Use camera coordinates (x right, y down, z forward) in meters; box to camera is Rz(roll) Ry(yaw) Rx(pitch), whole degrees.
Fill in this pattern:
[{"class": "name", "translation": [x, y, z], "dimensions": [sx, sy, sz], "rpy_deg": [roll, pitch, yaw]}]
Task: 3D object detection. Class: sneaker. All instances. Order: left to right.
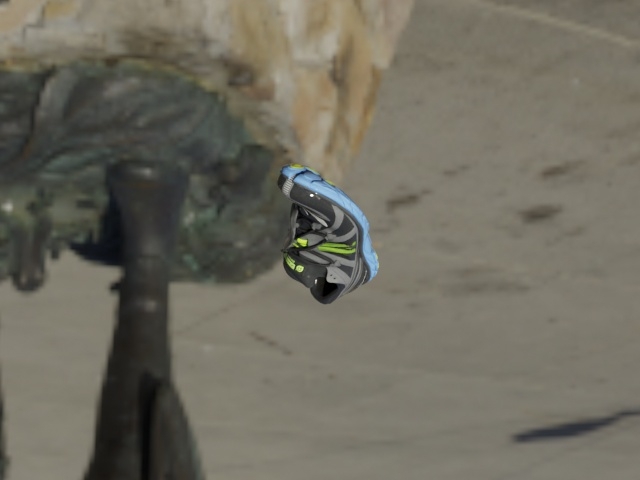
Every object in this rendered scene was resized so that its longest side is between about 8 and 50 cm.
[{"class": "sneaker", "translation": [0.000, 0.000, 1.356], "dimensions": [0.067, 0.078, 0.188], "rpy_deg": [40, 165, 32]}]
